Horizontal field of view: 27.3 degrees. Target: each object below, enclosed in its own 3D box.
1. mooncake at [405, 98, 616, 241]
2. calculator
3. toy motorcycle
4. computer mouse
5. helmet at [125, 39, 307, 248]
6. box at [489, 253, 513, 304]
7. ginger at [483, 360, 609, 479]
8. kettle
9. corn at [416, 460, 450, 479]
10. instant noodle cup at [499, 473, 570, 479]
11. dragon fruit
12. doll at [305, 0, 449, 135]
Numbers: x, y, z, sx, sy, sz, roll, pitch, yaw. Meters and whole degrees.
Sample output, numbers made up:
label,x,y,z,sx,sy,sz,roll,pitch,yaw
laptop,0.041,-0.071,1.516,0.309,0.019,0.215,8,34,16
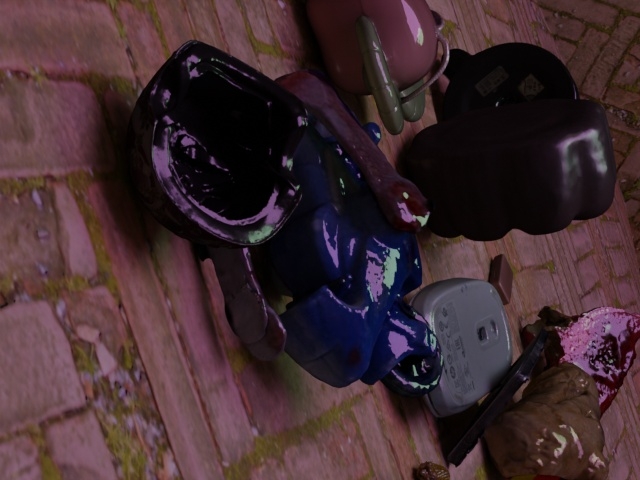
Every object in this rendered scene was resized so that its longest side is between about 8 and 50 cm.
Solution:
label,x,y,z,sx,sy,sz,roll,pitch,yaw
mooncake,0.280,-0.103,1.923,0.306,0.306,0.154,-52,130,-67
calculator,0.245,0.206,1.778,0.021,0.161,0.262,38,17,7
toy motorcycle,-0.013,0.010,1.261,0.182,0.241,0.319,126,-51,-62
computer mouse,0.158,0.131,1.670,0.288,0.097,0.159,-17,94,-61
helmet,-0.101,-0.071,1.112,0.153,0.107,0.176,27,60,-34
box,0.308,0.067,2.249,0.048,0.025,0.115,60,22,-19
ginger,0.352,0.277,1.975,0.354,0.190,0.126,-42,152,-65
kettle,0.334,-0.217,2.351,0.321,0.228,0.324,45,3,23
corn,0.136,0.280,1.574,0.028,0.027,0.083,57,12,24
instant noodle cup,0.257,0.394,1.507,0.192,0.250,0.250,35,40,-72
dragon fruit,0.445,0.201,2.343,0.211,0.134,0.262,46,65,-25
doll,0.098,-0.277,1.693,0.284,0.216,0.268,-45,121,-71
